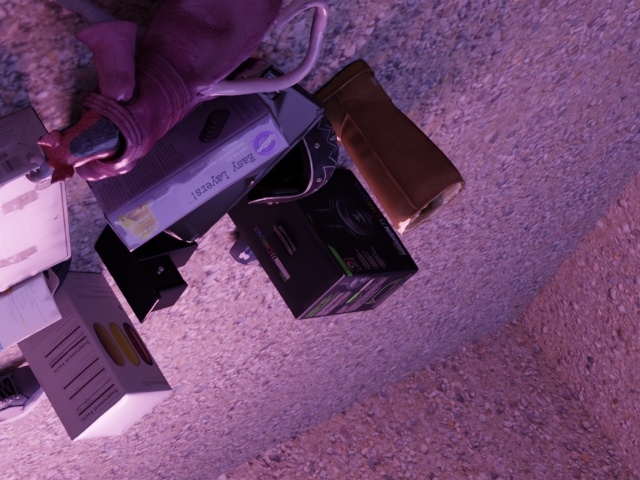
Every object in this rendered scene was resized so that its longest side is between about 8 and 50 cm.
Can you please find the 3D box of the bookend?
[{"bbox_3d":[-0.255,0.035,2.063,0.156,0.157,0.072,-15,153,-43],"label":"bookend"}]

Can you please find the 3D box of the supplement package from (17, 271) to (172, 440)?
[{"bbox_3d":[-0.379,0.187,2.085,0.134,0.244,0.139,-41,161,19],"label":"supplement package"}]

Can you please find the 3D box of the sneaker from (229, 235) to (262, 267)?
[{"bbox_3d":[-0.037,0.025,2.438,0.319,0.131,0.112,-8,149,-52],"label":"sneaker"}]

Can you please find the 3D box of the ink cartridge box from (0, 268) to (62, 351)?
[{"bbox_3d":[-0.453,0.086,1.867,0.143,0.092,0.090,-28,131,-17],"label":"ink cartridge box"}]

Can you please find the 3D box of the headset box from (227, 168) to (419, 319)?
[{"bbox_3d":[0.000,0.000,2.267,0.131,0.246,0.283,-44,158,27],"label":"headset box"}]

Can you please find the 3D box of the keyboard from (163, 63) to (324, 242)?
[{"bbox_3d":[-0.165,-0.138,1.864,0.201,0.033,0.317,33,115,-33],"label":"keyboard"}]

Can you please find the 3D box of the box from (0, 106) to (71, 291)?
[{"bbox_3d":[-0.429,-0.038,1.702,0.169,0.087,0.290,-28,160,-19],"label":"box"}]

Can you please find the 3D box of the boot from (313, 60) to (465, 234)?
[{"bbox_3d":[0.065,-0.120,2.041,0.236,0.269,0.089,-43,159,23],"label":"boot"}]

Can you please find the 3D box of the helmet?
[{"bbox_3d":[-0.052,-0.138,1.968,0.161,0.169,0.169,-18,161,3],"label":"helmet"}]

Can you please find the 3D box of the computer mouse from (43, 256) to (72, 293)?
[{"bbox_3d":[-0.499,0.108,1.980,0.262,0.060,0.184,-22,157,-31],"label":"computer mouse"}]

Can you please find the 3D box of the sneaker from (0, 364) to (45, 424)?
[{"bbox_3d":[-0.577,0.269,2.200,0.226,0.086,0.163,-29,163,-13],"label":"sneaker"}]

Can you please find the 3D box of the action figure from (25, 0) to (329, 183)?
[{"bbox_3d":[-0.193,-0.161,1.492,0.370,0.275,0.248,-54,160,-44],"label":"action figure"}]

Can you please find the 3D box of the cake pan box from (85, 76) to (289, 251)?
[{"bbox_3d":[-0.192,-0.130,1.664,0.245,0.267,0.070,-33,124,-5],"label":"cake pan box"}]
